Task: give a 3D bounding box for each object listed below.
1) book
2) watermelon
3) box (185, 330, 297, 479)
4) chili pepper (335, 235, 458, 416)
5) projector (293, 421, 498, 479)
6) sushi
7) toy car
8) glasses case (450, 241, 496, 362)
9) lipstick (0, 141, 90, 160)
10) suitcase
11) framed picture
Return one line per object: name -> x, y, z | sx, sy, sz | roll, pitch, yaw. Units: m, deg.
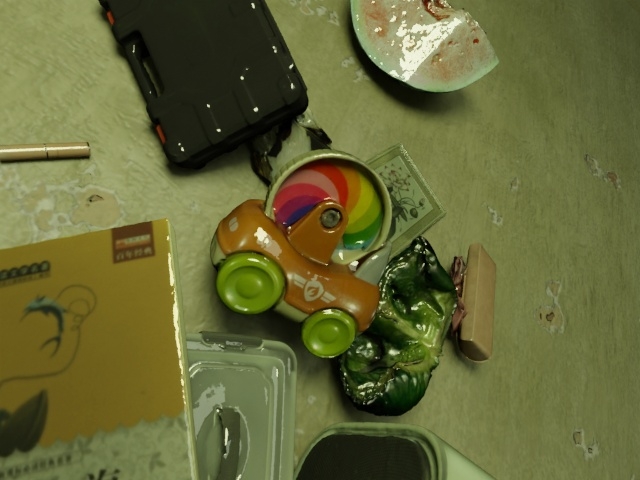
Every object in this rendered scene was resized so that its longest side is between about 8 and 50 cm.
book -> -0.239, 0.183, 0.368 | 0.269, 0.032, 0.388 | -12, 72, -4
watermelon -> 0.176, -0.406, 0.874 | 0.322, 0.188, 0.175 | 49, 10, 2
box -> -0.117, 0.216, 0.455 | 0.162, 0.130, 0.226 | 12, 67, -27
chili pepper -> 0.106, 0.138, 0.642 | 0.148, 0.116, 0.264 | 48, 55, -21
projector -> 0.096, 0.357, 0.427 | 0.249, 0.248, 0.248 | 40, 54, -13
sushi -> -0.031, -0.134, 0.661 | 0.273, 0.134, 0.109 | 51, 34, 18
toy car -> 0.000, 0.000, 0.533 | 0.235, 0.145, 0.235 | -3, 110, -7
glasses case -> 0.245, 0.098, 0.741 | 0.102, 0.070, 0.193 | 41, 52, -36
lipstick -> -0.328, -0.107, 0.516 | 0.094, 0.019, 0.019 | -11, 78, -33
suitcase -> -0.159, -0.261, 0.580 | 0.206, 0.066, 0.285 | -26, 84, 9
framed picture -> 0.123, -0.071, 0.778 | 0.231, 0.010, 0.173 | -36, 92, -35
